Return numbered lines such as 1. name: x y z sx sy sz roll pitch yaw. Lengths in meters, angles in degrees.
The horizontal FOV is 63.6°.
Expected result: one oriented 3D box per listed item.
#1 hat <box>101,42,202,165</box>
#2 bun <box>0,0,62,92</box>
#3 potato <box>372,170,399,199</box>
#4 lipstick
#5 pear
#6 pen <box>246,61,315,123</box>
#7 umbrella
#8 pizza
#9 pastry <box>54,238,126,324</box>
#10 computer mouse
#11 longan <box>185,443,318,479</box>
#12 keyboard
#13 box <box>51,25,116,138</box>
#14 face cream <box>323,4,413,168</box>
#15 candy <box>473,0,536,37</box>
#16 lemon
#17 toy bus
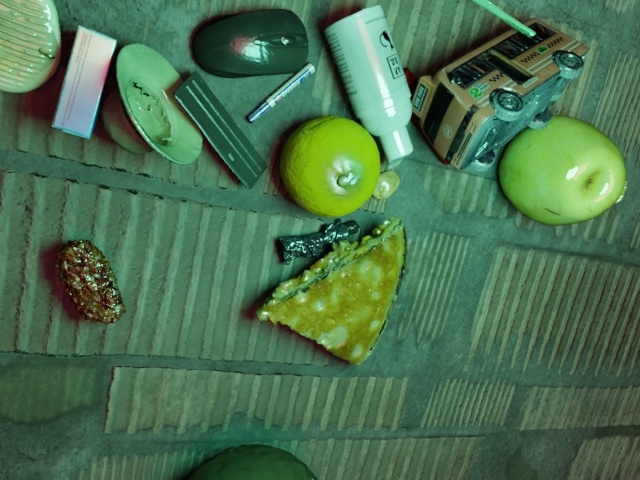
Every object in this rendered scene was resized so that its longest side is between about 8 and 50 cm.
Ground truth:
1. hat: -0.370 -0.258 1.063 0.130 0.257 0.257 -18 115 20
2. bun: -0.592 -0.402 0.958 0.209 0.116 0.237 7 117 -26
3. potato: 0.170 -0.148 1.364 0.083 0.062 0.068 -43 133 -28
4. lipstick: 0.274 -0.319 1.346 0.073 0.073 0.280 -45 116 -4
5. pear: 0.657 -0.186 1.415 0.308 0.309 0.310 -6 107 -20
6. pen: -0.092 -0.347 1.218 0.204 0.025 0.025 -42 115 -6
7. umbrella: 0.001 0.003 1.333 0.224 0.071 0.080 -20 140 -20
8. pizza: 0.024 0.133 1.334 0.405 0.130 0.441 1 114 -26
9. pastry: -0.505 0.090 1.139 0.115 0.097 0.209 -21 113 -10
10. computer mouse: -0.143 -0.433 1.142 0.269 0.086 0.138 -13 110 -19
11. longan: -0.159 0.728 1.297 0.435 0.404 0.404 30 93 -19
12. keyboard: -0.187 -0.207 1.190 0.381 0.041 0.104 49 51 -25
13. box: -0.464 -0.309 1.020 0.073 0.139 0.194 16 99 -25
14. face cream: 0.141 -0.346 1.225 0.145 0.145 0.370 -28 107 -12
15. candy: 0.372 -0.583 1.234 0.335 0.092 0.093 34 77 3
16. lemon: 0.029 -0.169 1.211 0.240 0.219 0.241 -6 111 -17
17. toy bus: 0.435 -0.364 1.255 0.426 0.233 0.203 -34 157 -25
